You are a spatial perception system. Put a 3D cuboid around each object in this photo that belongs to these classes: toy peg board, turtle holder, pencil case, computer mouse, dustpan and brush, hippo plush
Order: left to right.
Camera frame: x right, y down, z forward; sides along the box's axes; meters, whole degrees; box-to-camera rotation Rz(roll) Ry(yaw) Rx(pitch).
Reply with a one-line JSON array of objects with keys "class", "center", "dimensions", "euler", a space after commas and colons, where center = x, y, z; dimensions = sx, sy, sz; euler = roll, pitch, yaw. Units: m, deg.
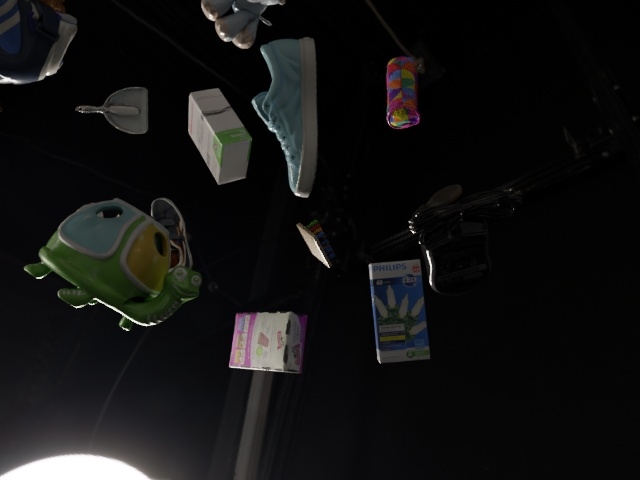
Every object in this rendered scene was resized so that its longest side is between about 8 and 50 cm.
[{"class": "dustpan and brush", "center": [-0.648, -0.409, 1.643], "dimensions": [0.060, 0.211, 0.147], "euler": [-134, -134, -60]}, {"class": "turtle holder", "center": [-0.423, 0.044, 1.096], "dimensions": [0.320, 0.243, 0.227], "euler": [16, -111, 49]}, {"class": "hippo plush", "center": [-0.208, -0.763, 1.687], "dimensions": [0.237, 0.294, 0.234], "euler": [-2, -87, 47]}, {"class": "toy peg board", "center": [0.000, 0.000, 2.095], "dimensions": [0.079, 0.161, 0.161], "euler": [-35, -149, -11]}, {"class": "pencil case", "center": [0.241, -0.431, 1.527], "dimensions": [0.105, 0.104, 0.236], "euler": [-23, -135, 37]}, {"class": "computer mouse", "center": [0.249, 0.002, 0.945], "dimensions": [0.189, 0.272, 0.072], "euler": [-14, -128, 2]}]

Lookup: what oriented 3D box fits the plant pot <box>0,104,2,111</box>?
[{"class": "plant pot", "center": [-0.935, -0.356, 1.297], "dimensions": [0.238, 0.109, 0.237], "euler": [-2, -153, 1]}]

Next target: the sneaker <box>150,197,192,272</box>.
[{"class": "sneaker", "center": [-0.608, -0.018, 2.098], "dimensions": [0.126, 0.320, 0.127], "euler": [-20, -178, 14]}]

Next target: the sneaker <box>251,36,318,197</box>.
[{"class": "sneaker", "center": [-0.083, -0.282, 1.227], "dimensions": [0.135, 0.150, 0.365], "euler": [-149, -122, -86]}]

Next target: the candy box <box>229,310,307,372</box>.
[{"class": "candy box", "center": [-0.148, 0.282, 1.464], "dimensions": [0.234, 0.071, 0.159], "euler": [-8, -110, 43]}]

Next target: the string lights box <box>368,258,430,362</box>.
[{"class": "string lights box", "center": [0.207, 0.185, 1.395], "dimensions": [0.077, 0.134, 0.259], "euler": [68, 17, -85]}]

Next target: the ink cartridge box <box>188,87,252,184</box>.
[{"class": "ink cartridge box", "center": [-0.357, -0.366, 1.839], "dimensions": [0.272, 0.115, 0.198], "euler": [57, -30, 25]}]

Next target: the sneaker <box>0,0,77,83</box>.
[{"class": "sneaker", "center": [-0.584, -0.460, 0.995], "dimensions": [0.130, 0.322, 0.236], "euler": [27, -145, 22]}]

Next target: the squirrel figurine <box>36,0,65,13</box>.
[{"class": "squirrel figurine", "center": [-0.738, -0.501, 1.092], "dimensions": [0.370, 0.397, 0.281], "euler": [-64, -152, 8]}]

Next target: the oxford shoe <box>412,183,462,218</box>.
[{"class": "oxford shoe", "center": [0.440, -0.126, 1.926], "dimensions": [0.212, 0.076, 0.076], "euler": [-40, -148, 28]}]

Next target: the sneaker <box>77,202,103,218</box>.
[{"class": "sneaker", "center": [-0.817, -0.027, 1.904], "dimensions": [0.080, 0.212, 0.094], "euler": [-20, -171, 24]}]
